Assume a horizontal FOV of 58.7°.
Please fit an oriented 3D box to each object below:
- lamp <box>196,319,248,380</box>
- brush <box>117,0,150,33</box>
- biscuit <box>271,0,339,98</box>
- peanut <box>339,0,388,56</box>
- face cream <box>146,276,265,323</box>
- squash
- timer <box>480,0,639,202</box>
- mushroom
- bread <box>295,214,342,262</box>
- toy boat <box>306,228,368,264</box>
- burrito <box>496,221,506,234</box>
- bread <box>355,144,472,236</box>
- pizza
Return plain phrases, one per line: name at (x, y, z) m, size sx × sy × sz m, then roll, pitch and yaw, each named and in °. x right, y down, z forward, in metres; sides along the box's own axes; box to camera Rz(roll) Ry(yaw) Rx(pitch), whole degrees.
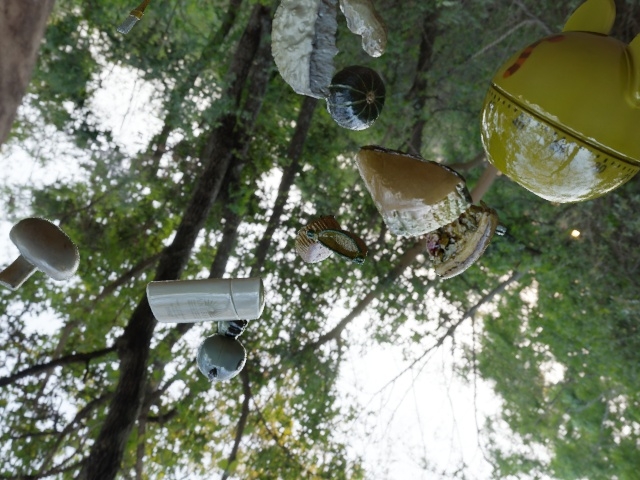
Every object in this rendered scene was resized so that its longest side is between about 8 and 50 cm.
lamp at (-0.348, 0.390, 2.068) m, size 0.198 × 0.243 × 0.198 m, roll 22°, pitch 175°, yaw 2°
brush at (-0.444, -0.657, 1.506) m, size 0.013 × 0.272 × 0.103 m, roll 38°, pitch 180°, yaw -37°
biscuit at (-0.046, -0.487, 1.378) m, size 0.179 × 0.280 × 0.084 m, roll 8°, pitch -169°, yaw 35°
peanut at (0.140, -0.668, 1.749) m, size 0.228 × 0.104 × 0.085 m, roll 46°, pitch -179°, yaw -32°
face cream at (-0.336, 0.183, 1.730) m, size 0.349 × 0.173 × 0.081 m, roll -3°, pitch -138°, yaw 5°
squash at (0.142, -0.568, 2.257) m, size 0.252 × 0.252 × 0.165 m, roll 11°, pitch -176°, yaw -41°
timer at (0.515, -0.275, 1.124) m, size 0.376 × 0.386 × 0.376 m, roll 24°, pitch -156°, yaw -11°
mushroom at (-0.790, 0.050, 1.574) m, size 0.207 × 0.215 × 0.207 m, roll 33°, pitch 155°, yaw 17°
bread at (-0.001, 0.000, 2.125) m, size 0.199 × 0.199 × 0.104 m, roll 0°, pitch -130°, yaw -53°
toy boat at (0.061, 0.013, 1.803) m, size 0.230 × 0.088 × 0.088 m, roll 28°, pitch -146°, yaw 33°
burrito at (0.572, -0.060, 1.946) m, size 0.118 × 0.044 × 0.074 m, roll 22°, pitch -160°, yaw -8°
bread at (0.195, -0.112, 1.291) m, size 0.262 × 0.162 × 0.204 m, roll 15°, pitch 160°, yaw 29°
pizza at (0.370, -0.056, 1.575) m, size 0.074 × 0.251 × 0.287 m, roll -17°, pitch -98°, yaw -43°
